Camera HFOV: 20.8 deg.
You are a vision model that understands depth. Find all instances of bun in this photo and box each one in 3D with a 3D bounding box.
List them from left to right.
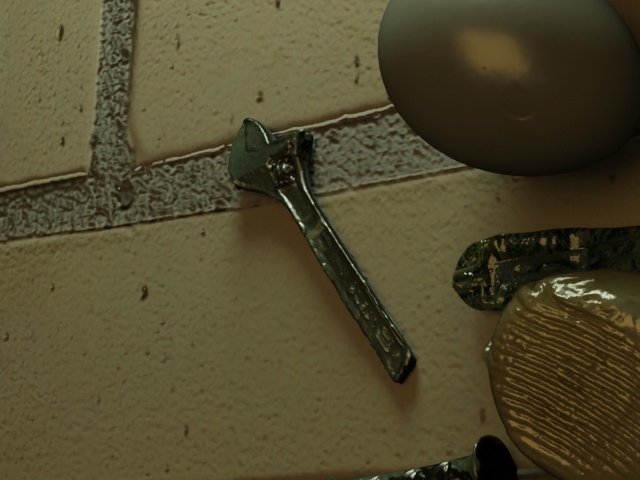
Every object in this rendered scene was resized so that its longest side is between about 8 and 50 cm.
[{"bbox_3d":[0.217,0.096,1.305,0.166,0.113,0.173,-39,78,29],"label":"bun"}]

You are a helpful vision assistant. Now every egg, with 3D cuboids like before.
[{"bbox_3d":[0.155,-0.139,1.390,0.232,0.176,0.176,23,91,34],"label":"egg"}]

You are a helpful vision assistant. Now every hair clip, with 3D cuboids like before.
[{"bbox_3d":[0.202,0.016,1.393,0.229,0.036,0.066,-12,64,43],"label":"hair clip"}]

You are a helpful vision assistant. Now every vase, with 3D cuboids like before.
[{"bbox_3d":[0.076,0.204,1.422,0.167,0.059,0.059,-21,64,33],"label":"vase"}]

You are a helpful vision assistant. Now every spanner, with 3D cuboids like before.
[{"bbox_3d":[0.000,0.000,1.571,0.093,0.026,0.325,-45,54,20],"label":"spanner"}]
